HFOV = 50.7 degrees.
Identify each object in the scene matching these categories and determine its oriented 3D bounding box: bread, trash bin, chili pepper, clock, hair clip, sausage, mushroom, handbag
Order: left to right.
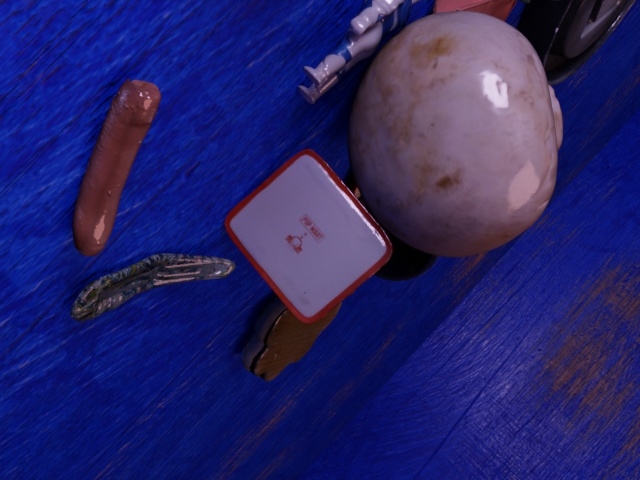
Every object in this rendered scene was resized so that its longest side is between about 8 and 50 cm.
[{"bbox_3d":[-0.192,-0.066,0.624,0.043,0.043,0.186,-16,142,-54],"label":"sausage"},{"bbox_3d":[-0.200,0.048,0.821,0.229,0.036,0.066,-15,137,-45],"label":"hair clip"},{"bbox_3d":[-0.064,0.176,1.284,0.207,0.056,0.286,-55,158,9],"label":"bread"},{"bbox_3d":[0.072,-0.125,1.059,0.045,0.027,0.178,-34,156,-42],"label":"chili pepper"},{"bbox_3d":[0.154,-0.030,1.225,0.175,0.175,0.161,-58,168,25],"label":"trash bin"},{"bbox_3d":[0.190,-0.268,0.992,0.157,0.059,0.213,-32,155,-36],"label":"handbag"},{"bbox_3d":[0.192,-0.131,0.845,0.289,0.298,0.298,-8,140,-30],"label":"mushroom"},{"bbox_3d":[0.502,-0.465,1.231,0.386,0.076,0.386,-41,158,-20],"label":"clock"}]

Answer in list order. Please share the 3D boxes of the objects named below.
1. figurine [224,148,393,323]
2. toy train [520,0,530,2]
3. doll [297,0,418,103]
[{"bbox_3d":[0.000,0.000,0.970,0.160,0.183,0.226,-40,172,5],"label":"figurine"},{"bbox_3d":[0.323,-0.419,0.871,0.248,0.159,0.101,-45,127,10],"label":"toy train"},{"bbox_3d":[0.063,-0.253,0.778,0.227,0.057,0.114,-43,176,-6],"label":"doll"}]
